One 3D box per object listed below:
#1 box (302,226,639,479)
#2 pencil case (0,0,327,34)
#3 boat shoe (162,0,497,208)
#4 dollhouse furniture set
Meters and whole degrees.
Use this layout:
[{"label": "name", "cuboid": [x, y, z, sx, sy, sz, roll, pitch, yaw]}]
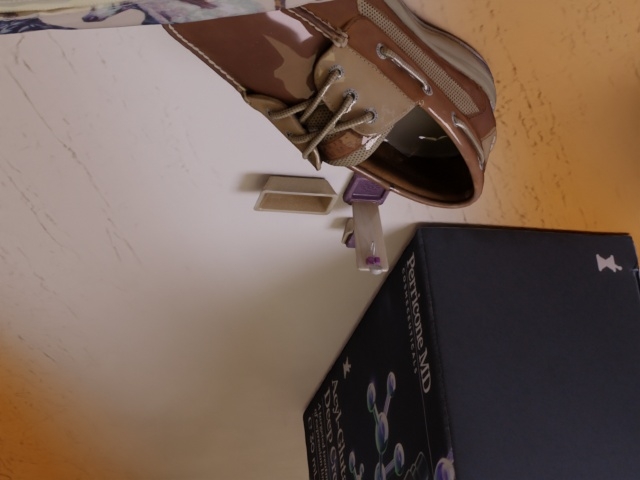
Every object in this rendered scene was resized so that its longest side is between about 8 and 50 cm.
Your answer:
[{"label": "box", "cuboid": [0.143, 0.211, 1.820, 0.212, 0.293, 0.395, 3, 149, -16]}, {"label": "pencil case", "cuboid": [-0.092, -0.196, 1.171, 0.410, 0.183, 0.160, -7, 150, 0]}, {"label": "boat shoe", "cuboid": [0.017, -0.112, 1.403, 0.324, 0.116, 0.123, 22, 141, -40]}, {"label": "dollhouse furniture set", "cuboid": [0.000, 0.000, 1.635, 0.114, 0.081, 0.091, 3, 149, -16]}]
